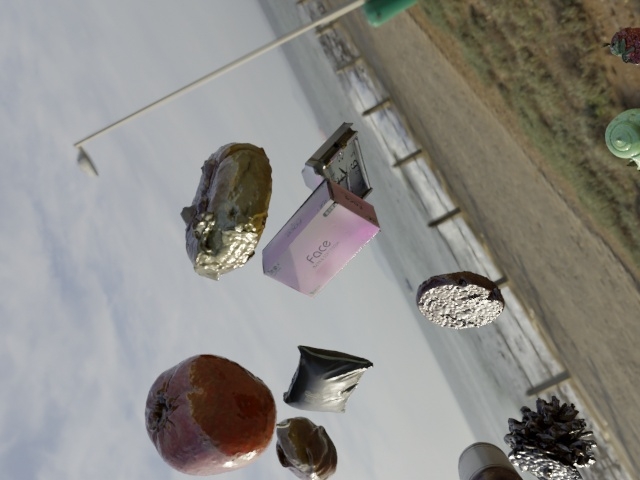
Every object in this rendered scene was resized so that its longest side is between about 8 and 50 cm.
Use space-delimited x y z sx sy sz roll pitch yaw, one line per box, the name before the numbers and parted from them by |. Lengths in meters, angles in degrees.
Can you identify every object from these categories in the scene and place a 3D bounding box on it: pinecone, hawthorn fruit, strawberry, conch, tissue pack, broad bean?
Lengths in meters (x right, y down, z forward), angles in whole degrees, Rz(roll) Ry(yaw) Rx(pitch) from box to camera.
pinecone | 0.353 0.305 1.036 0.140 0.120 0.140 24 150 15
hawthorn fruit | -0.106 0.251 0.922 0.285 0.165 0.165 34 -155 -46
strawberry | 0.858 -0.519 1.790 0.192 0.140 0.085 25 126 24
conch | 0.857 -0.262 1.756 0.251 0.137 0.143 7 -119 -36
tissue pack | 0.000 0.000 1.494 0.149 0.246 0.092 28 -152 -27
broad bean | -0.038 0.505 1.610 0.228 0.122 0.156 48 -159 -52

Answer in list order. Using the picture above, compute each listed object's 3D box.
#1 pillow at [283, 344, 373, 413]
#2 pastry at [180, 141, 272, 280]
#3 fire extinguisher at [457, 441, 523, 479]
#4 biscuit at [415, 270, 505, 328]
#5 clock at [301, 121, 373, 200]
pillow | 0.003 0.182 0.859 0.150 0.091 0.048 110 157 -50
pastry | -0.172 -0.063 1.205 0.121 0.257 0.235 15 -132 -21
fire extinguisher | 0.335 0.483 1.298 0.337 0.114 0.135 42 -152 -79
biscuit | 0.305 0.132 1.475 0.049 0.192 0.192 -75 -33 -41
clock | 0.048 -0.172 1.817 0.083 0.186 0.253 22 147 34
